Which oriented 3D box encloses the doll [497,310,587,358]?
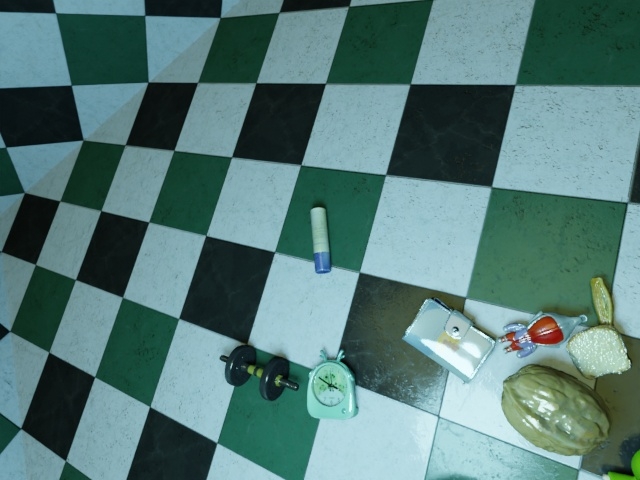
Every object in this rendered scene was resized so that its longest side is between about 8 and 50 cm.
[{"bbox_3d":[0.592,0.245,1.142,0.227,0.075,0.102,-32,78,25],"label":"doll"}]

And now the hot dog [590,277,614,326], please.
[{"bbox_3d":[0.741,0.165,1.119,0.044,0.028,0.137,-24,61,47],"label":"hot dog"}]

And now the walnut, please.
[{"bbox_3d":[0.564,0.413,1.045,0.244,0.198,0.198,28,89,20],"label":"walnut"}]

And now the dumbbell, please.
[{"bbox_3d":[-0.212,0.441,1.438,0.325,0.143,0.143,10,80,28],"label":"dumbbell"}]

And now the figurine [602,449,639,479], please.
[{"bbox_3d":[0.750,0.549,0.948,0.263,0.143,0.162,-44,55,20],"label":"figurine"}]

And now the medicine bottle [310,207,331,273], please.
[{"bbox_3d":[0.000,0.000,1.511,0.059,0.059,0.231,-12,71,23],"label":"medicine bottle"}]

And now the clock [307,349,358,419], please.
[{"bbox_3d":[0.041,0.454,1.356,0.159,0.066,0.211,-5,73,24],"label":"clock"}]

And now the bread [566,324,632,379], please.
[{"bbox_3d":[0.706,0.285,1.093,0.129,0.044,0.126,-25,78,18],"label":"bread"}]

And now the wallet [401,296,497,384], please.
[{"bbox_3d":[0.373,0.284,1.244,0.231,0.069,0.170,34,96,24],"label":"wallet"}]
